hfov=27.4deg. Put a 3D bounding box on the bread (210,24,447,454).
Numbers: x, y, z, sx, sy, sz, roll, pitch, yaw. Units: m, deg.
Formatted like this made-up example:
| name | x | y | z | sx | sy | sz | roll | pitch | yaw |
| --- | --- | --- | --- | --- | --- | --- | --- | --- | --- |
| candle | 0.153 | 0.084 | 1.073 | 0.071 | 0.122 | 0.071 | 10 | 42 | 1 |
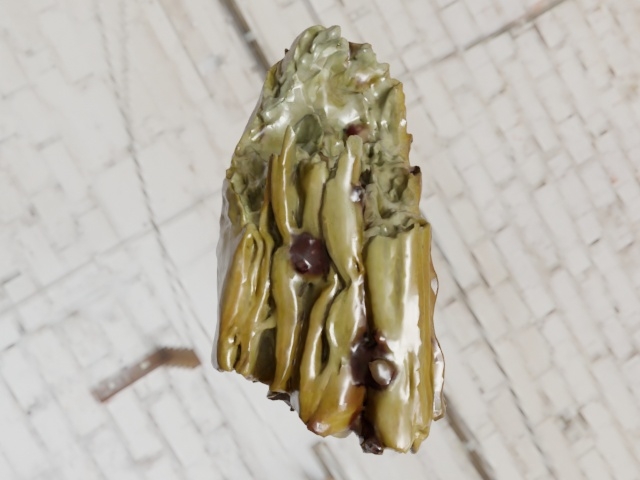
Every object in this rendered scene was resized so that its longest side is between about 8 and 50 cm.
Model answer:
| name | x | y | z | sx | sy | sz | roll | pitch | yaw |
| --- | --- | --- | --- | --- | --- | --- | --- | --- | --- |
| bread | 0.000 | 0.000 | 1.136 | 0.314 | 0.191 | 0.370 | 62 | 24 | -83 |
